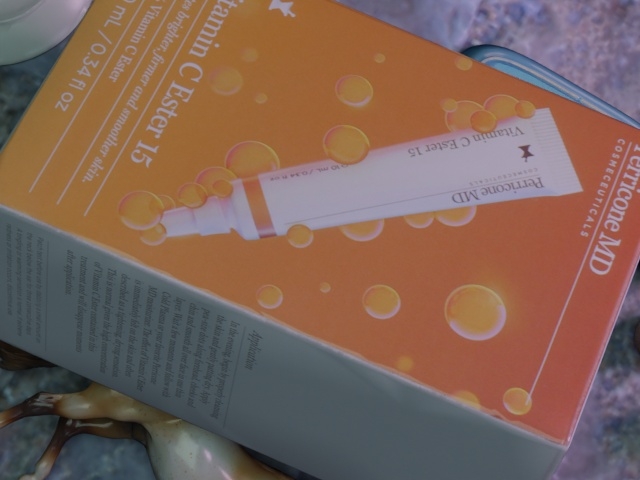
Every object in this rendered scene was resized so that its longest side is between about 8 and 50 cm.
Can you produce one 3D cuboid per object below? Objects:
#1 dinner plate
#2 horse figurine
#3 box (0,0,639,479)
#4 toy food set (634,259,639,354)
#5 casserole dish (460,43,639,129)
[{"bbox_3d":[-0.215,-0.184,1.273,0.141,0.017,0.141,1,81,-5],"label":"dinner plate"},{"bbox_3d":[-0.101,0.143,1.209,0.174,0.066,0.263,-33,88,0],"label":"horse figurine"},{"bbox_3d":[0.000,0.000,1.139,0.345,0.168,0.215,23,60,4],"label":"box"},{"bbox_3d":[0.274,0.018,1.222,0.111,0.104,0.232,37,82,-5],"label":"toy food set"},{"bbox_3d":[0.145,-0.054,1.266,0.188,0.037,0.114,31,82,0],"label":"casserole dish"}]
